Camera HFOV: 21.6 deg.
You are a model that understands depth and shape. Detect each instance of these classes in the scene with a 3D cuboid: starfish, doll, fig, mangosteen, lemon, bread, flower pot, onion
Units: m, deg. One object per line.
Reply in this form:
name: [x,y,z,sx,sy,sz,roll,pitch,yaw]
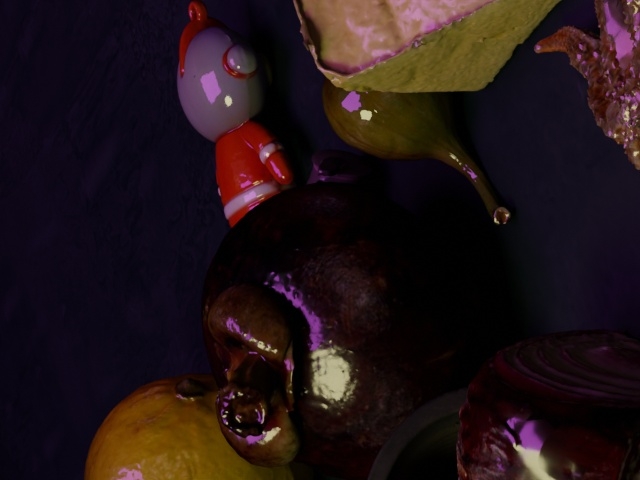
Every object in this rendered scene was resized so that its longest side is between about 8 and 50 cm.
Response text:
starfish: [0.254,-0.144,1.279,0.294,0.084,0.301,65,154,26]
doll: [-0.093,-0.128,1.988,0.337,0.105,0.200,69,155,7]
fig: [0.106,-0.102,1.603,0.236,0.124,0.124,43,141,17]
mangosteen: [0.013,0.098,1.616,0.297,0.293,0.297,37,164,12]
lemon: [-0.145,0.307,2.031,0.297,0.297,0.297,32,126,58]
bread: [0.081,-0.290,1.478,0.236,0.198,0.263,-42,62,52]
flower pot: [0.151,0.258,1.512,0.148,0.235,0.235,96,158,-74]
onion: [0.212,0.194,1.346,0.216,0.207,0.206,-149,58,-65]

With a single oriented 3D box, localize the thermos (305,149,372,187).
thermos: [0.000,0.000,1.799,0.105,0.137,0.193,25,119,24]
